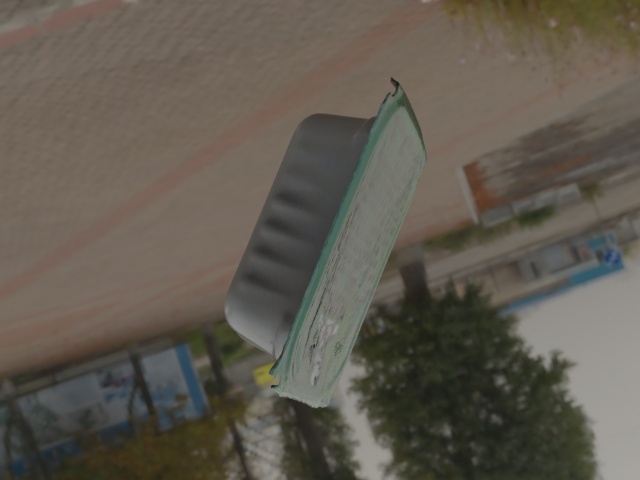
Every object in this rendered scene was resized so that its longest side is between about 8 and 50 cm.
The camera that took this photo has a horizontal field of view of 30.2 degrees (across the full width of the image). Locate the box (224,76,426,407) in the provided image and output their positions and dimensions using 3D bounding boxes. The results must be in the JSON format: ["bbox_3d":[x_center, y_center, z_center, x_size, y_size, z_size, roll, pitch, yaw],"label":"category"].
[{"bbox_3d":[0.000,0.000,1.267,0.106,0.336,0.264,21,172,17],"label":"box"}]
